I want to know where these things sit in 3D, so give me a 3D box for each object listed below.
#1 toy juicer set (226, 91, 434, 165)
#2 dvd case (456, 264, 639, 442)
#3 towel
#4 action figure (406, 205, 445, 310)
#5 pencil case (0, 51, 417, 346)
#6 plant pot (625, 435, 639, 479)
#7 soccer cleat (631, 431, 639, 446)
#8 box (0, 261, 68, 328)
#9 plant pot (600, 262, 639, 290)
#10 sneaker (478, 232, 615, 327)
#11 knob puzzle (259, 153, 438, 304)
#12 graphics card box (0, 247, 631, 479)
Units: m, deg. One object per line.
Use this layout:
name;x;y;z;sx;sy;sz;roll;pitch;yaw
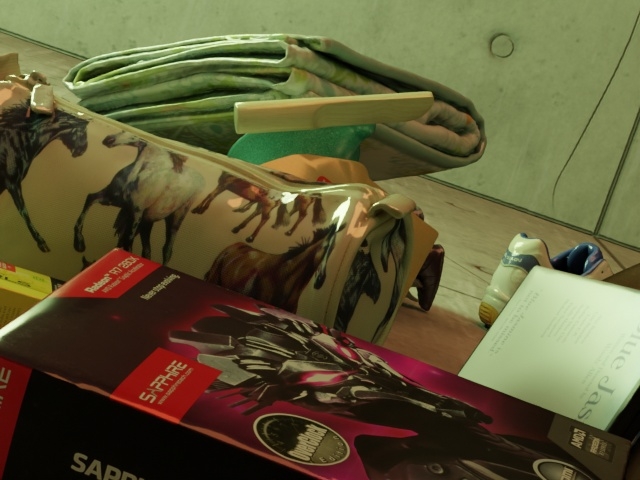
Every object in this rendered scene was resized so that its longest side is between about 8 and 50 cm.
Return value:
toy juicer set;-0.058;-0.078;1.802;0.209;0.329;0.089;8;52;-26
dvd case;0.164;0.107;1.336;0.022;0.180;0.253;39;-8;-19
towel;-0.044;-0.132;1.985;0.320;0.090;0.374;-4;-13;33
action figure;0.000;0.000;2.091;0.285;0.099;0.185;10;18;-28
pencil case;-0.118;-0.010;1.445;0.410;0.184;0.160;18;28;26
plant pot;0.354;0.153;1.227;0.323;0.280;0.323;20;9;-3
soccer cleat;0.222;0.127;1.565;0.116;0.143;0.331;21;9;15
box;-0.252;0.043;1.326;0.232;0.058;0.087;17;9;-12
plant pot;0.350;0.107;1.893;0.230;0.215;0.215;-4;20;-32
sneaker;0.332;0.075;2.213;0.296;0.131;0.112;15;7;-34
knob puzzle;-0.009;0.007;1.677;0.213;0.213;0.030;16;-23;-21
graphics card box;-0.009;0.129;1.103;0.371;0.094;0.233;21;17;9
